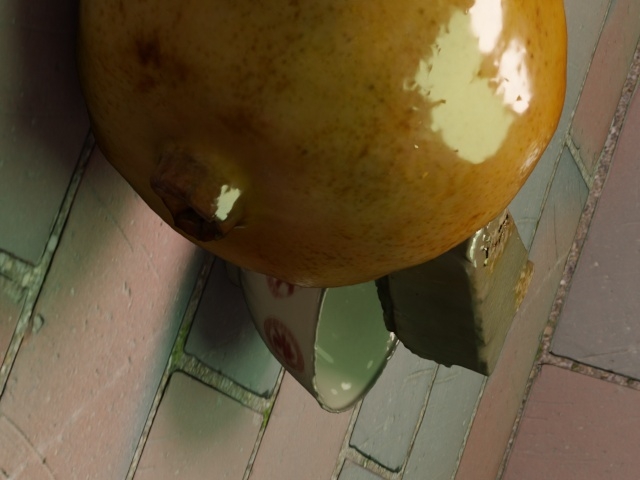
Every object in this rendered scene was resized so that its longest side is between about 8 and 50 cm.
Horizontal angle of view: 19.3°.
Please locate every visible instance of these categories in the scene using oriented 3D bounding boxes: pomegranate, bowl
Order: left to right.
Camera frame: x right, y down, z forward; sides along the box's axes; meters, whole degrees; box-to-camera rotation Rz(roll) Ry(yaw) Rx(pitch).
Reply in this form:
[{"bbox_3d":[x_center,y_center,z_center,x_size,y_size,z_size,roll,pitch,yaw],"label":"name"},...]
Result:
[{"bbox_3d":[-0.014,-0.148,1.505,0.417,0.417,0.416,16,90,-71],"label":"pomegranate"},{"bbox_3d":[0.000,0.000,1.968,0.337,0.157,0.337,17,90,-71],"label":"bowl"}]

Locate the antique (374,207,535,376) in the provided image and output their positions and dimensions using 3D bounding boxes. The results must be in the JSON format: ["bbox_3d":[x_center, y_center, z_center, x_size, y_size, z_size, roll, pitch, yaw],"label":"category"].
[{"bbox_3d":[0.129,0.015,1.908,0.284,0.125,0.150,64,46,-64],"label":"antique"}]
